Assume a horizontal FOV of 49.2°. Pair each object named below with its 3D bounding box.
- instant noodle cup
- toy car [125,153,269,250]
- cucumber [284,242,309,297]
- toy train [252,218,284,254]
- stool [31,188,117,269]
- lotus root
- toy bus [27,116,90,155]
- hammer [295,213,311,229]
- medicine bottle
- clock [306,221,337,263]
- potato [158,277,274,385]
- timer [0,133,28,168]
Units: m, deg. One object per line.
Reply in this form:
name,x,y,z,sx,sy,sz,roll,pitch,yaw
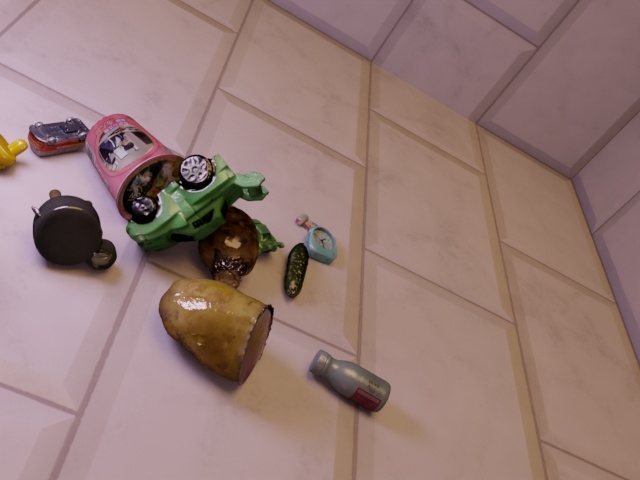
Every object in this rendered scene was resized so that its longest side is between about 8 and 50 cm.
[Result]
instant noodle cup,-0.515,-0.214,1.921,0.243,0.244,0.255,-11,49,-47
toy car,-0.327,-0.092,1.822,0.358,0.213,0.176,-40,82,-10
cucumber,-0.073,0.091,2.083,0.069,0.069,0.228,27,40,-15
toy train,-0.182,-0.012,2.086,0.099,0.081,0.149,-9,56,-45
stool,-0.603,-0.016,1.692,0.153,0.228,0.139,-25,34,-8
lotus root,-0.256,-0.004,1.958,0.169,0.141,0.314,18,39,-24
toy bus,-0.723,-0.283,1.923,0.079,0.077,0.174,47,36,14
hammer,-0.043,-0.050,2.298,0.083,0.031,0.052,48,39,4
medicine bottle,0.078,0.372,1.868,0.216,0.090,0.090,31,35,-8
clock,0.001,-0.001,2.252,0.108,0.045,0.147,26,42,-25
potato,-0.264,0.196,1.699,0.265,0.229,0.229,25,34,9
timer,-0.810,-0.237,1.768,0.107,0.109,0.107,57,-3,5
